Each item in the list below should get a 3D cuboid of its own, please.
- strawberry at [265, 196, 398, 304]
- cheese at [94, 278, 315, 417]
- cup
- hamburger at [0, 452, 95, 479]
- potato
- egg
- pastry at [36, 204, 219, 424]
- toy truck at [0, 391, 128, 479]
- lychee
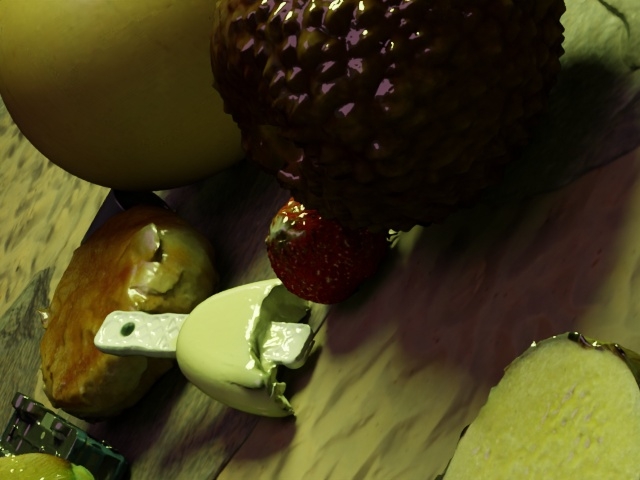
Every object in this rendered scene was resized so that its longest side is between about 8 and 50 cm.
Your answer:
[{"bbox_3d":[0.000,0.001,1.413,0.106,0.106,0.106,-43,29,30],"label":"strawberry"},{"bbox_3d":[-0.099,0.085,1.483,0.235,0.050,0.127,-1,51,38],"label":"cheese"},{"bbox_3d":[-0.193,0.000,1.812,0.077,0.078,0.100,-53,55,22],"label":"cup"},{"bbox_3d":[-0.205,0.270,1.372,0.192,0.168,0.288,-37,21,-6],"label":"hamburger"},{"bbox_3d":[0.139,0.156,0.993,0.164,0.081,0.200,12,74,56],"label":"potato"},{"bbox_3d":[-0.148,-0.210,1.684,0.374,0.301,0.301,-38,31,35],"label":"egg"},{"bbox_3d":[-0.187,0.067,1.678,0.218,0.100,0.229,-56,29,11],"label":"pastry"},{"bbox_3d":[-0.251,0.201,1.657,0.201,0.088,0.074,14,74,61],"label":"toy truck"},{"bbox_3d":[0.057,-0.140,1.299,0.267,0.267,0.267,-43,29,30],"label":"lychee"}]
